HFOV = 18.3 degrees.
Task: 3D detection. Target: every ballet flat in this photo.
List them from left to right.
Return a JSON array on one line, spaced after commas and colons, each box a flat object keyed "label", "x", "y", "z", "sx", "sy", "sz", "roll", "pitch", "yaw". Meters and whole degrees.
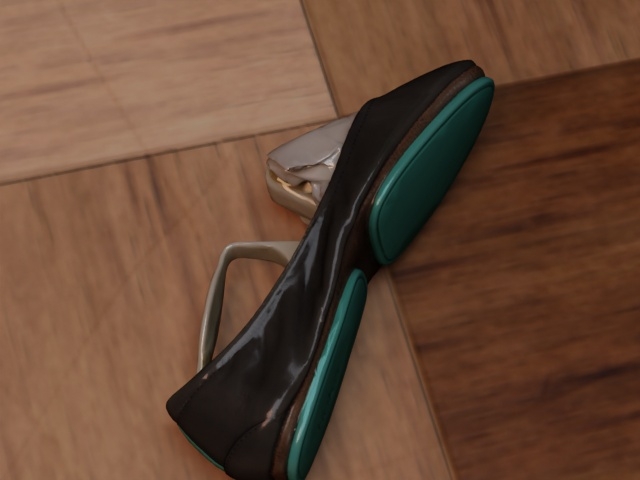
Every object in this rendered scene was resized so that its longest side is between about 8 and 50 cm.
[{"label": "ballet flat", "x": 0.000, "y": 0.000, "z": 1.090, "sx": 0.096, "sy": 0.095, "sz": 0.280, "roll": 22, "pitch": 64, "yaw": 15}]
